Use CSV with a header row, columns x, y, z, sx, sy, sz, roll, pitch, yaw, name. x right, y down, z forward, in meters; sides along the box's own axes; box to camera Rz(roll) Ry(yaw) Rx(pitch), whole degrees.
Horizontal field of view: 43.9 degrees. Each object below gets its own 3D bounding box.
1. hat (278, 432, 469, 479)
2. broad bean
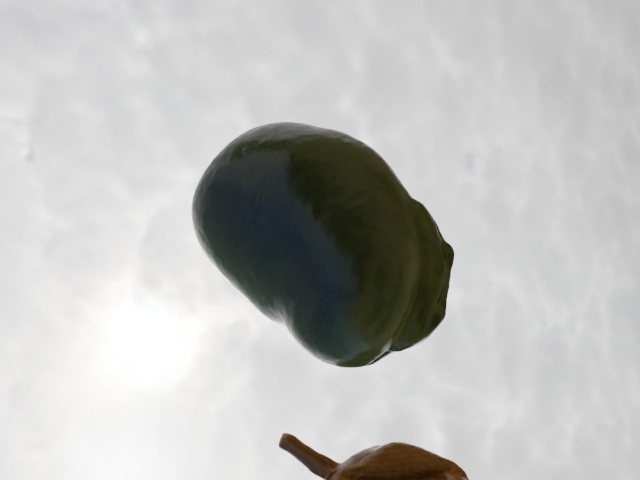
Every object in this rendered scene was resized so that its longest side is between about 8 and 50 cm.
x,y,z,sx,sy,sz,roll,pitch,yaw,name
0.036,0.250,0.628,0.233,0.233,0.244,49,-135,11,hat
0.000,0.000,0.485,0.174,0.124,0.082,47,-174,14,broad bean
